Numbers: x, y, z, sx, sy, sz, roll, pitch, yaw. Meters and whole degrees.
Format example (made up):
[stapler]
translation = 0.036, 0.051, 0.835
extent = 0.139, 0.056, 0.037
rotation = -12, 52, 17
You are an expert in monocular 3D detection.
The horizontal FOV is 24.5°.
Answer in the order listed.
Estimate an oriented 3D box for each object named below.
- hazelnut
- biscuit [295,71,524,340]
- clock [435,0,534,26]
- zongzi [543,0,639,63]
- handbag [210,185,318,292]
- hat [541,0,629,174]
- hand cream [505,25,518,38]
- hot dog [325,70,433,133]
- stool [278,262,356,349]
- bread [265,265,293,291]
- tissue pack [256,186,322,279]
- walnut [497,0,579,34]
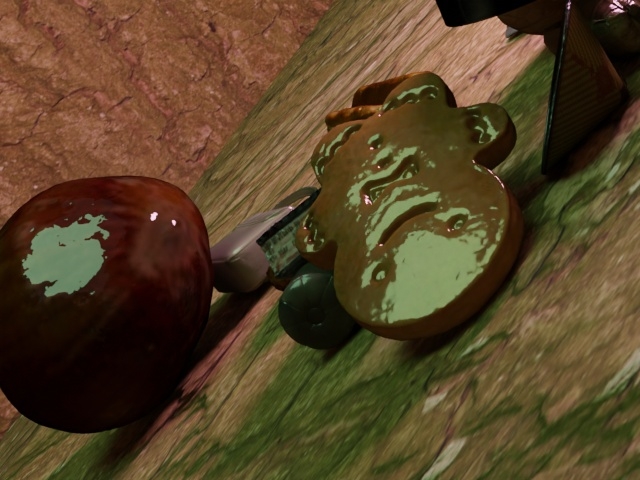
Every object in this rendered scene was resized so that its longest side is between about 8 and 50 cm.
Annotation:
[hazelnut]
translation = -0.332, 0.088, 2.284
extent = 0.421, 0.353, 0.421
rotation = -34, 26, 19
[biscuit]
translation = 0.091, -0.041, 1.573
extent = 0.275, 0.052, 0.355
rotation = -31, 39, 17
[clock]
translation = 0.301, -0.339, 1.648
extent = 0.379, 0.120, 0.276
rotation = -7, 21, 42
[zongzi]
translation = 0.355, -0.268, 1.665
extent = 0.176, 0.078, 0.160
rotation = -43, 17, -15
[handbag]
translation = -0.084, -0.008, 2.381
extent = 0.219, 0.079, 0.256
rotation = -43, 11, -13
[hat]
translation = 0.285, -0.159, 1.559
extent = 0.193, 0.082, 0.193
rotation = 9, -90, -84
[hand cream]
translation = 0.380, -0.442, 2.170
extent = 0.340, 0.078, 0.124
rotation = -59, 15, -14
[hot dog]
translation = 0.099, -0.181, 2.218
extent = 0.135, 0.100, 0.337
rotation = -42, 12, -13
[stool]
translation = 0.001, 0.072, 1.773
extent = 0.096, 0.096, 0.110
rotation = -44, 7, 17
[bread]
translation = 0.000, 0.000, 2.088
extent = 0.193, 0.064, 0.193
rotation = -47, 6, 6
[tissue pack]
translation = 0.055, -0.042, 1.828
extent = 0.173, 0.073, 0.235
rotation = -10, -22, -49
[walnut]
translation = 0.304, -0.360, 1.916
extent = 0.207, 0.167, 0.167
rotation = -39, 15, 44
